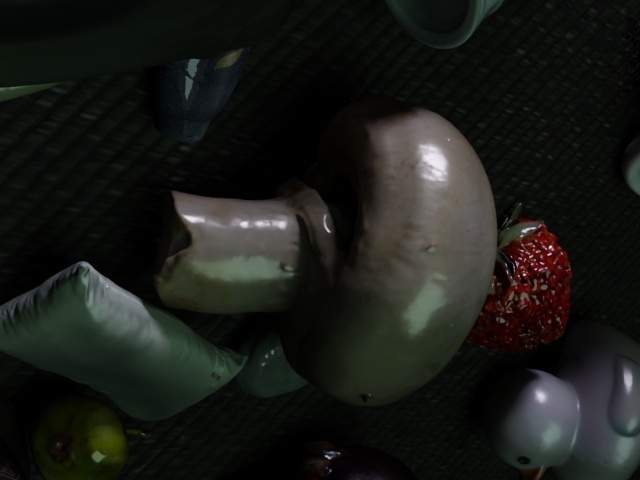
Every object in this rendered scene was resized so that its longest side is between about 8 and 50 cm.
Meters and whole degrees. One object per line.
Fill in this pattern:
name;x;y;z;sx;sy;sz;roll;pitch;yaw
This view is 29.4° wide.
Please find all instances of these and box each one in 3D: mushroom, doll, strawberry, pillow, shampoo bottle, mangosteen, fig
mushroom;0.000;0.000;1.101;0.290;0.292;0.292;13;114;-17
doll;0.324;0.220;1.630;0.221;0.221;0.251;38;69;-51
strawberry;0.238;0.086;1.483;0.174;0.098;0.228;-37;138;-15
pillow;-0.188;0.098;1.093;0.144;0.078;0.254;-20;149;22
shampoo bottle;-0.085;-0.193;0.993;0.087;0.049;0.233;0;120;-41
mangosteen;0.004;0.326;1.390;0.250;0.211;0.211;21;107;-19
fig;-0.210;0.199;1.135;0.093;0.093;0.166;-43;156;-9

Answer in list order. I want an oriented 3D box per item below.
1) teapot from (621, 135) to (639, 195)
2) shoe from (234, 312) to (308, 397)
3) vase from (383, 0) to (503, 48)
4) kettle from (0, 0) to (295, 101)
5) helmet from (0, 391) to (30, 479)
teapot;0.499;-0.188;1.427;0.280;0.252;0.424;16;138;-14
shoe;0.027;0.099;1.293;0.251;0.100;0.103;-33;138;-25
vase;0.198;-0.300;1.122;0.299;0.143;0.143;-31;137;-27
kettle;-0.216;-0.182;0.781;0.324;0.228;0.321;-17;162;-28
helmet;-0.340;0.279;1.027;0.225;0.177;0.305;27;101;-48
